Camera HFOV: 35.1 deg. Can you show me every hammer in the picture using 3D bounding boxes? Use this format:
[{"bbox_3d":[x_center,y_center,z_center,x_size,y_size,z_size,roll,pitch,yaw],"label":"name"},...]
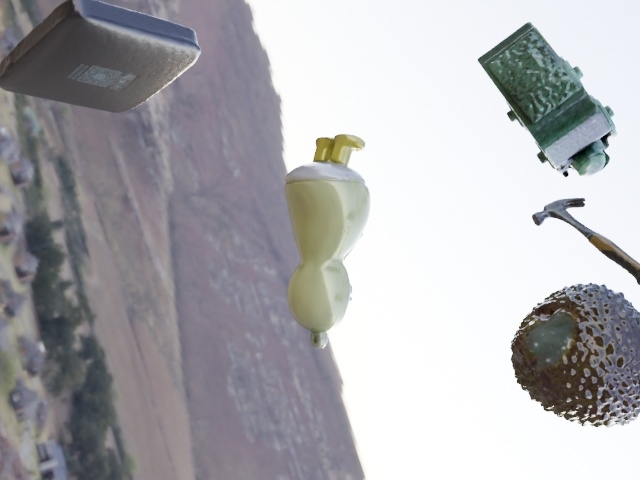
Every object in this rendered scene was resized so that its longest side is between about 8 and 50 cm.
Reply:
[{"bbox_3d":[0.387,-0.001,1.401,0.201,0.078,0.021,44,-24,43],"label":"hammer"}]

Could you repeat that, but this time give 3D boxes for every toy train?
[{"bbox_3d":[0.433,-0.263,1.901,0.238,0.167,0.299,35,21,-55],"label":"toy train"}]

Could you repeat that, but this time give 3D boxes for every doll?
[{"bbox_3d":[0.010,0.001,1.412,0.141,0.117,0.297,4,-85,54],"label":"doll"}]

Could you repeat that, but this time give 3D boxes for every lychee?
[{"bbox_3d":[0.295,0.131,1.115,0.171,0.171,0.171,162,-90,-85],"label":"lychee"}]

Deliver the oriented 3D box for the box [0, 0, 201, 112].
[{"bbox_3d":[-0.404,-0.330,1.844,0.290,0.288,0.073,-27,-114,42],"label":"box"}]
